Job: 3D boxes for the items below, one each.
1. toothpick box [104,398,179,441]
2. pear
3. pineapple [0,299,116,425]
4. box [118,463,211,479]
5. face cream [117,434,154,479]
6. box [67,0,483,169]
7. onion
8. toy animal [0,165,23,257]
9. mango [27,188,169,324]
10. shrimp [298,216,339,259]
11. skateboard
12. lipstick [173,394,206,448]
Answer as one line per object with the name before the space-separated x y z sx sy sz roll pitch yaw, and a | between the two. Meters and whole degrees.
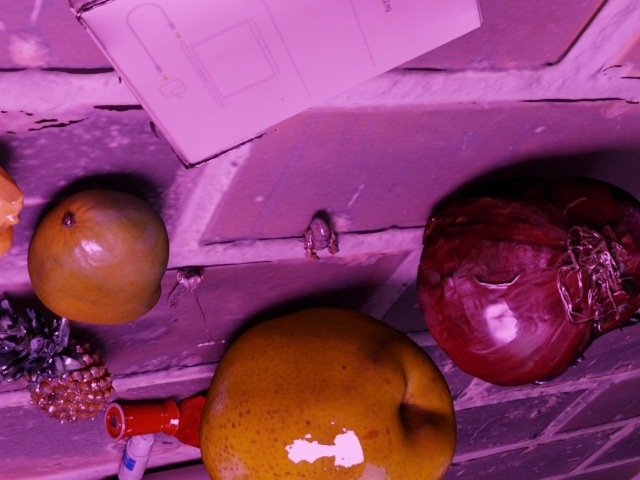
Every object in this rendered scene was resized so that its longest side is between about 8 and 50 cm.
toothpick box | -0.212 0.214 1.383 0.083 0.047 0.047 2 143 -41
pear | 0.002 0.208 1.308 0.294 0.294 0.294 -18 152 -10
pineapple | -0.270 0.127 1.144 0.103 0.083 0.221 3 157 11
box | -0.238 0.462 1.644 0.289 0.141 0.349 -3 133 -35
face cream | -0.234 0.272 1.480 0.034 0.034 0.130 -9 150 -26
box | -0.029 -0.180 0.779 0.252 0.106 0.203 -25 151 4
onion | 0.233 0.032 1.240 0.281 0.221 0.281 -27 -179 1
toy animal | -0.279 -0.016 0.930 0.070 0.083 0.159 -43 170 -21
mango | -0.196 0.024 1.025 0.122 0.085 0.191 -16 150 -21
shrimp | -0.003 0.002 1.195 0.038 0.029 0.092 -26 156 2
skateboard | -0.130 0.078 1.171 0.032 0.083 0.064 -3 147 -35
lipstick | -0.094 0.261 1.531 0.073 0.073 0.280 -32 150 14
